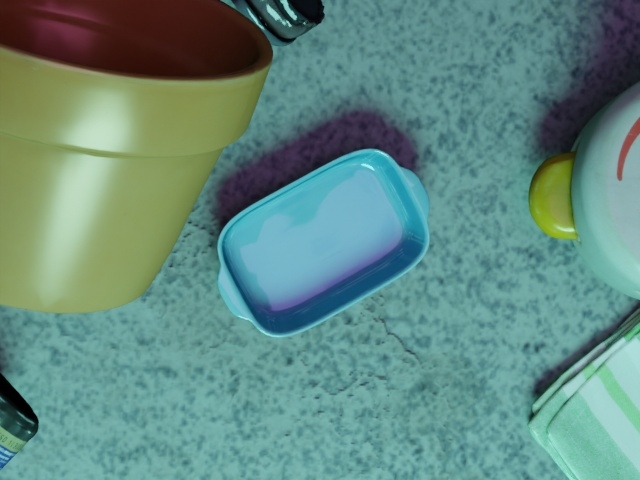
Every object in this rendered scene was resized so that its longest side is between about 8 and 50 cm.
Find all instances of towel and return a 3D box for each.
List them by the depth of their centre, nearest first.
[{"bbox_3d":[0.365,0.133,1.592,0.325,0.038,0.248,-42,105,-5],"label":"towel"}]

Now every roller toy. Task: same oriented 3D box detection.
[{"bbox_3d":[0.297,-0.039,1.492,0.209,0.146,0.191,-42,89,-4],"label":"roller toy"}]

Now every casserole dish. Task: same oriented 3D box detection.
[{"bbox_3d":[0.000,0.000,1.492,0.188,0.037,0.114,-29,103,-8],"label":"casserole dish"}]

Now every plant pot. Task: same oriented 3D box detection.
[{"bbox_3d":[-0.198,-0.079,1.326,0.291,0.291,0.203,10,111,-14],"label":"plant pot"}]

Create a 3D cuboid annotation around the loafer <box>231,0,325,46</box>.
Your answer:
[{"bbox_3d":[-0.059,-0.298,1.389,0.095,0.109,0.302,-19,101,26],"label":"loafer"}]

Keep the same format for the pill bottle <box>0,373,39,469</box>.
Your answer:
[{"bbox_3d":[-0.331,0.179,1.396,0.219,0.123,0.123,-46,104,-4],"label":"pill bottle"}]
